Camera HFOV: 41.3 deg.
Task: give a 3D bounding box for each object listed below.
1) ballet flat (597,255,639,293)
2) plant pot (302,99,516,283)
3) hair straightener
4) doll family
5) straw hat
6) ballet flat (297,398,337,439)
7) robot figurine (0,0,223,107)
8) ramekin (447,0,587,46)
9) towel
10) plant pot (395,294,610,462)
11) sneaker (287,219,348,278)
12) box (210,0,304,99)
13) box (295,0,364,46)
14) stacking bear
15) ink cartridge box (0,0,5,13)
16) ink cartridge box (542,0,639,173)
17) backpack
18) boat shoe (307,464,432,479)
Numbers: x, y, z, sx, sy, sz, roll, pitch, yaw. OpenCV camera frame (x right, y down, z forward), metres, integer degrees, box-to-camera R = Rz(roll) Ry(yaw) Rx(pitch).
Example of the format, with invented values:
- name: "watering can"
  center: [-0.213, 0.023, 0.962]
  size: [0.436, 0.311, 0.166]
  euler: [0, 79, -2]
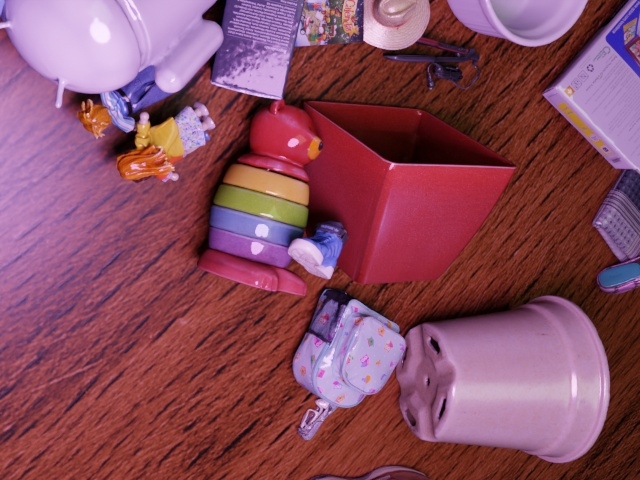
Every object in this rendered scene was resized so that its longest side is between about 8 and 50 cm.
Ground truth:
- name: "ballet flat"
  center: [0.744, 0.071, 1.932]
  size: [0.079, 0.222, 0.076]
  euler: [28, 46, -51]
- name: "plant pot"
  center: [0.115, -0.073, 1.426]
  size: [0.267, 0.267, 0.235]
  euler: [-1, 119, -33]
- name: "hair straightener"
  center: [0.205, -0.317, 1.532]
  size: [0.231, 0.047, 0.088]
  euler: [2, 104, -39]
- name: "doll family"
  center: [-0.256, -0.182, 1.213]
  size: [0.163, 0.118, 0.262]
  euler: [-37, 122, -19]
- name: "straw hat"
  center: [0.123, -0.386, 1.407]
  size: [0.145, 0.061, 0.144]
  euler: [-1, 95, -12]
- name: "ballet flat"
  center: [-0.002, 0.321, 1.592]
  size: [0.114, 0.041, 0.041]
  euler: [-48, 125, -13]
- name: "robot figurine"
  center: [-0.262, -0.328, 1.086]
  size: [0.300, 0.200, 0.353]
  euler: [42, 62, -9]
- name: "ramekin"
  center: [0.346, -0.490, 1.508]
  size: [0.277, 0.135, 0.277]
  euler: [-10, 110, -30]
- name: "towel"
  center: [0.784, -0.079, 1.990]
  size: [0.324, 0.056, 0.312]
  euler: [40, 79, -33]
- name: "plant pot"
  center: [0.327, 0.268, 1.650]
  size: [0.306, 0.334, 0.333]
  euler: [3, 103, -22]
- name: "sneaker"
  center: [-0.001, 0.000, 1.294]
  size: [0.084, 0.058, 0.152]
  euler: [-68, 159, -11]
- name: "box"
  center: [-0.089, -0.323, 1.232]
  size: [0.108, 0.153, 0.207]
  euler: [11, 105, -11]
- name: "box"
  center: [-0.009, -0.428, 1.340]
  size: [0.159, 0.044, 0.232]
  euler: [-10, 110, -26]
- name: "stacking bear"
  center: [-0.081, -0.076, 1.340]
  size: [0.175, 0.164, 0.288]
  euler: [17, 88, -66]
- name: "ink cartridge box"
  center: [-0.481, -0.223, 0.957]
  size: [0.151, 0.270, 0.395]
  euler: [14, 97, -38]
- name: "ink cartridge box"
  center: [0.660, -0.303, 1.744]
  size: [0.307, 0.072, 0.303]
  euler: [45, 76, -9]
- name: "backpack"
  center: [0.048, 0.205, 1.526]
  size: [0.166, 0.144, 0.188]
  euler: [34, 88, -42]
- name: "boat shoe"
  center: [0.106, 0.531, 1.677]
  size: [0.324, 0.120, 0.122]
  euler: [2, 103, -34]
